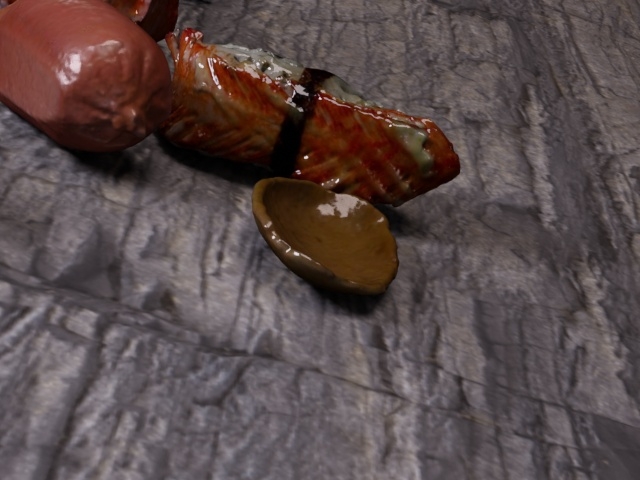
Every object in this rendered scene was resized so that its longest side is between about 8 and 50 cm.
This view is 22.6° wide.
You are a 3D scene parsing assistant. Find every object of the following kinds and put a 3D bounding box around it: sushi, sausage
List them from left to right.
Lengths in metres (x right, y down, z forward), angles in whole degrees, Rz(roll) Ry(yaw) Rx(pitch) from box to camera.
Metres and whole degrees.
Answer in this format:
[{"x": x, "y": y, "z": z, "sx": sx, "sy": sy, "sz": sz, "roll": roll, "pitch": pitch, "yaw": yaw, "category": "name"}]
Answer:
[{"x": -0.234, "y": -0.167, "z": 1.538, "sx": 0.148, "sy": 0.148, "sz": 0.254, "roll": 4, "pitch": 26, "yaw": -35, "category": "sausage"}, {"x": -0.022, "y": -0.115, "z": 1.618, "sx": 0.332, "sy": 0.124, "sz": 0.130, "roll": 20, "pitch": 12, "yaw": -2, "category": "sushi"}]

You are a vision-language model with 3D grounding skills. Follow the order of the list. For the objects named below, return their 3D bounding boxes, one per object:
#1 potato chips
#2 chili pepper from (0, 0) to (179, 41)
[{"x": 0.000, "y": 0.000, "z": 1.458, "sx": 0.150, "sy": 0.049, "sz": 0.202, "roll": 20, "pitch": 19, "yaw": -13, "category": "potato chips"}, {"x": -0.238, "y": -0.329, "z": 1.792, "sx": 0.251, "sy": 0.229, "sz": 0.305, "roll": 63, "pitch": 18, "yaw": -3, "category": "chili pepper"}]
